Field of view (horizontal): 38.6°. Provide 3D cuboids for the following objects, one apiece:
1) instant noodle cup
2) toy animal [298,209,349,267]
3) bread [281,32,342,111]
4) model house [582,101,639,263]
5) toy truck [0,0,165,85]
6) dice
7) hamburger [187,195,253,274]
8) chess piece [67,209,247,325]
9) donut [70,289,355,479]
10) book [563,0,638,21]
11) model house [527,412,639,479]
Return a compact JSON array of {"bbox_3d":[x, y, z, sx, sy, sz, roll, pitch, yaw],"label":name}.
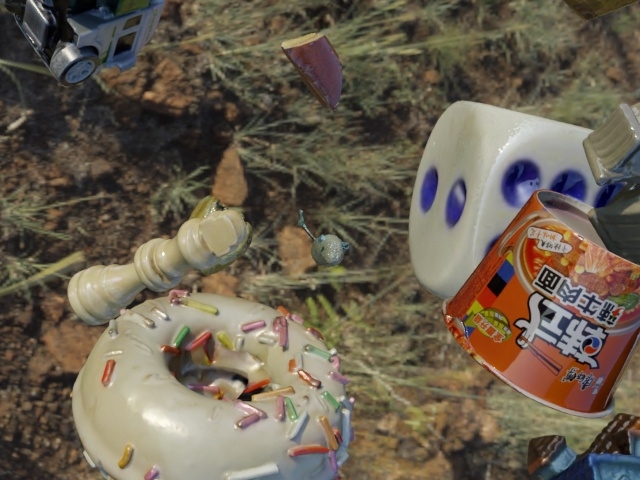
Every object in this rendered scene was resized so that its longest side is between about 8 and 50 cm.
[{"bbox_3d":[0.301,0.066,1.132,0.250,0.250,0.192,1,122,-49],"label":"instant noodle cup"},{"bbox_3d":[0.002,0.007,2.093,0.070,0.253,0.079,15,103,-21],"label":"toy animal"},{"bbox_3d":[-0.006,-0.371,1.884,0.192,0.067,0.119,47,55,-44],"label":"bread"},{"bbox_3d":[0.380,-0.070,1.004,0.229,0.188,0.122,55,9,-33],"label":"model house"},{"bbox_3d":[-0.246,-0.340,1.039,0.178,0.363,0.177,-27,74,-38],"label":"toy truck"},{"bbox_3d":[0.310,-0.043,1.443,0.276,0.304,0.304,12,99,-15],"label":"dice"},{"bbox_3d":[-0.226,-0.005,1.937,0.131,0.185,0.159,38,81,-17],"label":"hamburger"},{"bbox_3d":[-0.299,0.043,1.696,0.117,0.397,0.117,37,41,-40],"label":"chess piece"},{"bbox_3d":[-0.132,0.200,1.200,0.382,0.382,0.143,-23,136,-47],"label":"donut"},{"bbox_3d":[0.358,-0.513,1.442,0.389,0.269,0.032,42,84,-9],"label":"book"},{"bbox_3d":[0.534,0.412,1.569,0.295,0.329,0.252,-37,159,-24],"label":"model house"}]
